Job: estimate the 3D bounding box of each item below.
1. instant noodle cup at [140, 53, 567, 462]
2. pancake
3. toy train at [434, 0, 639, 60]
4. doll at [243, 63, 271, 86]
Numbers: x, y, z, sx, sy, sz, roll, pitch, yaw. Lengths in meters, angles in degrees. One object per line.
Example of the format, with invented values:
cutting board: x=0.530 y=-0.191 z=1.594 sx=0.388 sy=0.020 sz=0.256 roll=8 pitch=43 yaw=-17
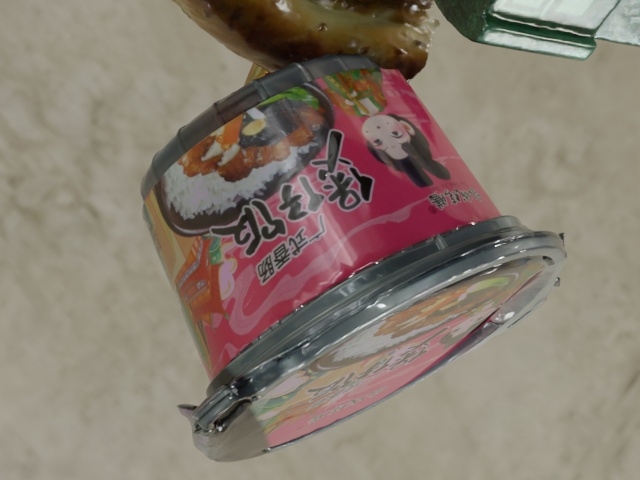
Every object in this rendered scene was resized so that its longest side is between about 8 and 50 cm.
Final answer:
instant noodle cup: x=0.000 y=0.000 z=1.222 sx=0.258 sy=0.182 sz=0.302 roll=-39 pitch=163 yaw=29
pancake: x=0.016 y=-0.200 z=1.254 sx=0.244 sy=0.057 sz=0.266 roll=-29 pitch=133 yaw=22
toy train: x=0.199 y=-0.186 z=1.073 sx=0.330 sy=0.138 sz=0.178 roll=6 pitch=136 yaw=-36
doll: x=-0.001 y=-0.156 z=1.431 sx=0.109 sy=0.169 sz=0.057 roll=12 pitch=153 yaw=-16
